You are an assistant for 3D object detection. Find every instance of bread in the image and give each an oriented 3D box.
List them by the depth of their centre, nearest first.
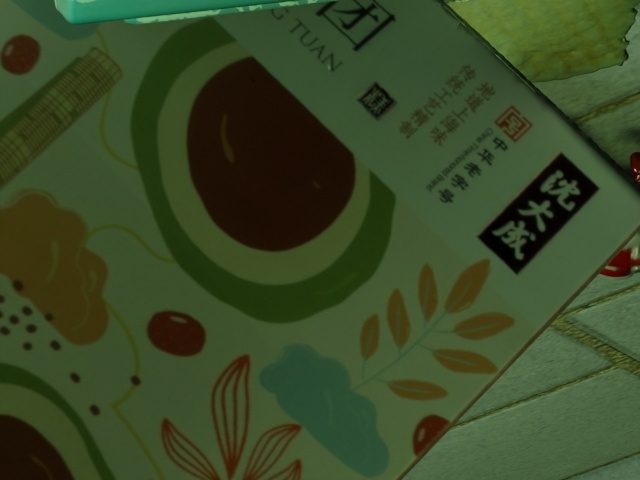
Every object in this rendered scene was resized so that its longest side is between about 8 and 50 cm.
[{"bbox_3d":[0.146,-0.174,1.307,0.232,0.064,0.172,5,152,-44],"label":"bread"}]

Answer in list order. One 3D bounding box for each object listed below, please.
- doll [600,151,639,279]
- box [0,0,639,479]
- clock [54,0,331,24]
[{"bbox_3d":[0.253,-0.018,1.744,0.188,0.099,0.384,-30,151,35],"label":"doll"},{"bbox_3d":[-0.079,0.002,1.000,0.385,0.344,0.122,-43,172,-28],"label":"box"},{"bbox_3d":[-0.012,-0.236,0.924,0.262,0.116,0.231,-10,124,-16],"label":"clock"}]
